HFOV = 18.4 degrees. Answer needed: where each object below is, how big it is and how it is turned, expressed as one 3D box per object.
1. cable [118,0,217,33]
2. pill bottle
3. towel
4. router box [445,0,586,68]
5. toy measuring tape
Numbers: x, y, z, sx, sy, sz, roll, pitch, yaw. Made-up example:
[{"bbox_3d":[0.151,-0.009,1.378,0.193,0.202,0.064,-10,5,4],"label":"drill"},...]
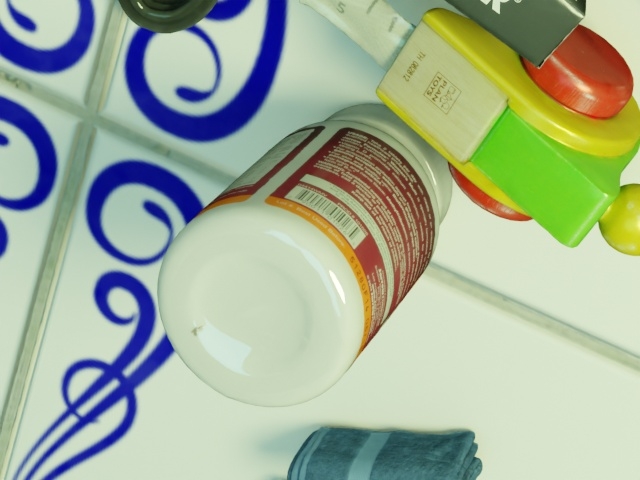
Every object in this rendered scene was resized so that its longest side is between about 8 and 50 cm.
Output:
[{"bbox_3d":[-0.038,-0.248,1.188,0.140,0.072,0.287,15,130,-3],"label":"cable"},{"bbox_3d":[0.000,0.000,1.164,0.121,0.221,0.121,8,114,19],"label":"pill bottle"},{"bbox_3d":[0.042,0.147,1.300,0.119,0.067,0.029,3,114,21],"label":"towel"},{"bbox_3d":[0.066,-0.188,1.083,0.179,0.133,0.046,34,121,-13],"label":"router box"},{"bbox_3d":[0.083,-0.112,1.160,0.330,0.121,0.121,43,121,14],"label":"toy measuring tape"}]
